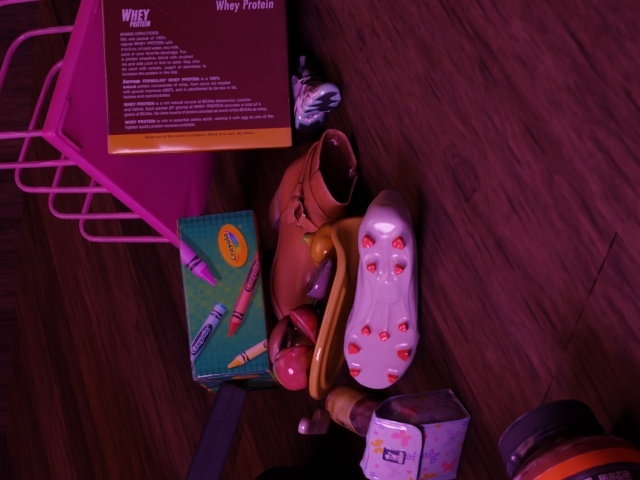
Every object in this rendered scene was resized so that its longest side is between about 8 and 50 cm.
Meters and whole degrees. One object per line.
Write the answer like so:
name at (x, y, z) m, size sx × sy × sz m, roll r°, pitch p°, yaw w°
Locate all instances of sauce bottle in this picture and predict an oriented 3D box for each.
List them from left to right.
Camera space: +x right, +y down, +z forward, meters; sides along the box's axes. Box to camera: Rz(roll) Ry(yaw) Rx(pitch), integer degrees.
sauce bottle at (0.044, 0.167, 1.331) m, size 0.128 × 0.042 × 0.042 m, roll -167°, pitch 74°, yaw -71°

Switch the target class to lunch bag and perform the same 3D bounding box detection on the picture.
lunch bag at (0.078, 0.170, 1.182) m, size 0.053 × 0.083 × 0.071 m, roll -122°, pitch 36°, yaw -52°

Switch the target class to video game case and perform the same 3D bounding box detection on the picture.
video game case at (-0.144, 0.320, 1.416) m, size 0.248 × 0.035 × 0.275 m, roll 108°, pitch 180°, yaw -53°

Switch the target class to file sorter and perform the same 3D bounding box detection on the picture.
file sorter at (-0.273, -0.138, 1.645) m, size 0.182 × 0.291 × 0.202 m, roll -1°, pitch 64°, yaw 28°

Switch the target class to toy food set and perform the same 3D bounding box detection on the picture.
toy food set at (-0.010, 0.073, 1.298) m, size 0.128 × 0.071 × 0.218 m, roll 1°, pitch -75°, yaw -77°

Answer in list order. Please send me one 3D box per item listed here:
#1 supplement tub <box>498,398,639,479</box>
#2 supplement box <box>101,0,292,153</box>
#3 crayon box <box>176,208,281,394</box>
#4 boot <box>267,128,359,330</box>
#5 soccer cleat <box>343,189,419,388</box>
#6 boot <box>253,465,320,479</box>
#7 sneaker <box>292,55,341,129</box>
supplement tub at (0.182, 0.198, 0.885) m, size 0.106 × 0.106 × 0.198 m, roll 106°, pitch 152°, yaw -42°
supplement box at (-0.129, -0.191, 1.483) m, size 0.129 × 0.191 × 0.194 m, roll -130°, pitch 37°, yaw -86°
crayon box at (-0.094, 0.074, 1.504) m, size 0.278 × 0.081 × 0.165 m, roll 85°, pitch 178°, yaw -80°
boot at (0.000, 0.000, 1.385) m, size 0.152 × 0.073 × 0.197 m, roll 130°, pitch 130°, yaw -56°
soccer cleat at (0.060, 0.047, 1.255) m, size 0.076 × 0.068 × 0.196 m, roll -72°, pitch -12°, yaw -55°
boot at (-0.102, 0.445, 1.556) m, size 0.284 × 0.138 × 0.377 m, roll 146°, pitch 136°, yaw -69°
sneaker at (-0.010, -0.160, 1.425) m, size 0.098 × 0.038 × 0.069 m, roll 138°, pitch 124°, yaw -64°
